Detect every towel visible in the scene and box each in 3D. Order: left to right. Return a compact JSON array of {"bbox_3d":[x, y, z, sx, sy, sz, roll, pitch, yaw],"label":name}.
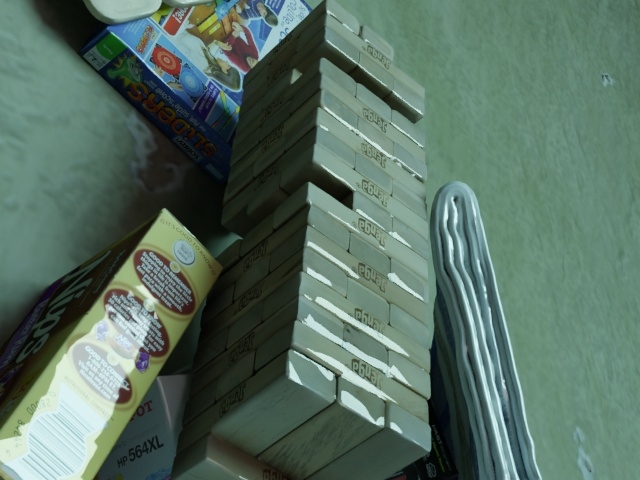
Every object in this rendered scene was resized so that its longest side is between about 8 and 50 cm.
[{"bbox_3d":[0.095,0.112,0.756,0.285,0.034,0.209,82,-1,-65],"label":"towel"}]

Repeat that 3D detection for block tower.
[{"bbox_3d":[0.000,0.000,0.662,0.091,0.097,0.335,33,38,-24],"label":"block tower"}]

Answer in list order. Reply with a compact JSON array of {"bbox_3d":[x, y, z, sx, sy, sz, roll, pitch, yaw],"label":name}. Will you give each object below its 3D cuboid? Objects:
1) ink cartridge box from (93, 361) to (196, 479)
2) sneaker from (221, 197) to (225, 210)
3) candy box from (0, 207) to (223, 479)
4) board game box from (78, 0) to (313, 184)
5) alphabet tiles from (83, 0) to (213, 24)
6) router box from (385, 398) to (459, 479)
[{"bbox_3d":[-0.070,0.136,0.628,0.090,0.092,0.143,4,62,-49],"label":"ink cartridge box"},{"bbox_3d":[-0.002,-0.048,0.852,0.084,0.069,0.185,47,39,-10],"label":"sneaker"},{"bbox_3d":[-0.131,0.073,0.582,0.053,0.109,0.187,46,39,-17],"label":"candy box"},{"bbox_3d":[-0.081,-0.154,0.857,0.136,0.035,0.201,44,40,-21],"label":"board game box"},{"bbox_3d":[-0.151,-0.281,0.816,0.284,0.021,0.278,-24,83,-41],"label":"alphabet tiles"},{"bbox_3d":[0.016,0.120,0.715,0.038,0.122,0.092,-6,72,-47],"label":"router box"}]
